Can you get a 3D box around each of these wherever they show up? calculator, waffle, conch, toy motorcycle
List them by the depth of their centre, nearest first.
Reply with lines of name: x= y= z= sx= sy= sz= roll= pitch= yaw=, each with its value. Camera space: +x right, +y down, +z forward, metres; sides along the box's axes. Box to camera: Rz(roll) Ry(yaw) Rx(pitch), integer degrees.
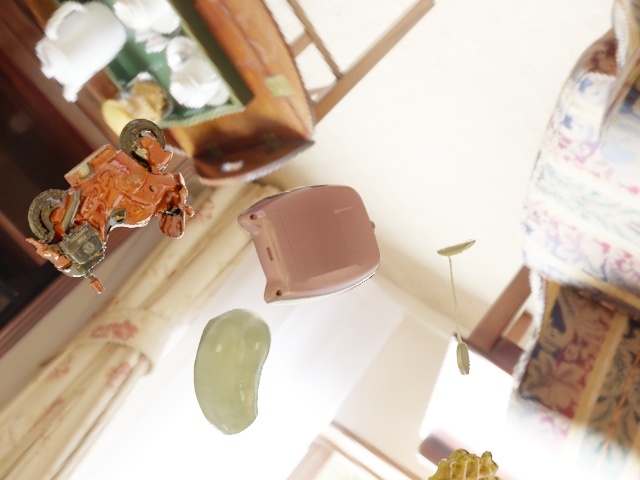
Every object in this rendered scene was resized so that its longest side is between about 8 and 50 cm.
calculator: x=0.001 y=-0.001 z=1.499 sx=0.043 sy=0.294 sz=0.194 roll=-23 pitch=85 yaw=45
conch: x=-0.162 y=0.225 z=1.554 sx=0.121 sy=0.221 sz=0.185 roll=14 pitch=153 yaw=-13
toy motorcycle: x=-0.360 y=-0.054 z=1.589 sx=0.148 sy=0.325 sz=0.221 roll=-5 pitch=125 yaw=52
waffle: x=0.250 y=0.492 z=1.609 sx=0.059 sy=0.243 sz=0.238 roll=15 pitch=151 yaw=53

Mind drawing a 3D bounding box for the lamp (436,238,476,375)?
lamp: x=0.211 y=0.099 z=1.300 sx=0.056 sy=0.050 sz=0.198 roll=-8 pitch=93 yaw=22
